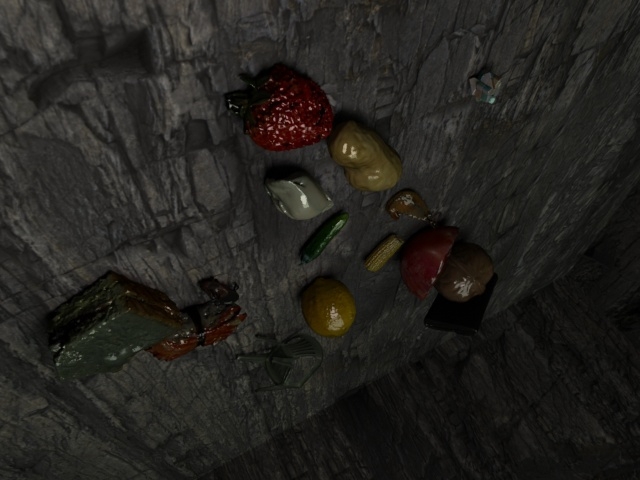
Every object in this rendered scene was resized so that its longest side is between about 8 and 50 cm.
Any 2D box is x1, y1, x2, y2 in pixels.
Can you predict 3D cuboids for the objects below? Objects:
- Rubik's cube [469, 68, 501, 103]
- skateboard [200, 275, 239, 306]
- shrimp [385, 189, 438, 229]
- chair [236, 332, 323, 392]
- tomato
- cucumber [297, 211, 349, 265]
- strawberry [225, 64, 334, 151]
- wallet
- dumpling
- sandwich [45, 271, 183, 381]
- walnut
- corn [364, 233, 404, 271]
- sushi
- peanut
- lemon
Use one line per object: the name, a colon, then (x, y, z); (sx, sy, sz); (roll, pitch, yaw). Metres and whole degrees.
Rubik's cube: (0.441, -0.414, 1.463); (0.073, 0.075, 0.084); (-44, 139, -12)
skateboard: (-0.300, 0.162, 1.616); (0.067, 0.080, 0.151); (-34, 150, 16)
shrimp: (0.312, -0.096, 1.845); (0.117, 0.066, 0.262); (-27, 140, 21)
chair: (-0.146, 0.465, 2.121); (0.274, 0.203, 0.191); (15, 115, -47)
tomato: (0.396, 0.060, 2.062); (0.309, 0.170, 0.309); (-60, 166, -25)
cucumber: (0.000, 0.000, 1.690); (0.056, 0.056, 0.250); (8, 129, -50)
strawberry: (-0.064, -0.264, 1.166); (0.286, 0.106, 0.188); (-3, 141, -43)
wallet: (0.619, 0.254, 2.364); (0.406, 0.228, 0.062); (-49, 140, -45)
dumpling: (-0.068, -0.113, 1.405); (0.151, 0.124, 0.229); (-5, 157, 28)
sandwich: (-0.566, 0.244, 1.428); (0.325, 0.131, 0.262); (-34, 153, 4)
walnut: (0.592, 0.134, 2.273); (0.273, 0.273, 0.227); (-21, 107, -21)
corn: (0.231, 0.045, 1.978); (0.085, 0.063, 0.165); (20, 121, -45)
sushi: (-0.390, 0.267, 1.658); (0.332, 0.130, 0.124); (-19, 144, -34)
peanut: (0.116, -0.206, 1.401); (0.147, 0.148, 0.319); (-41, 153, 14)
lemon: (0.030, 0.240, 1.930); (0.192, 0.231, 0.192); (-22, -179, 0)
